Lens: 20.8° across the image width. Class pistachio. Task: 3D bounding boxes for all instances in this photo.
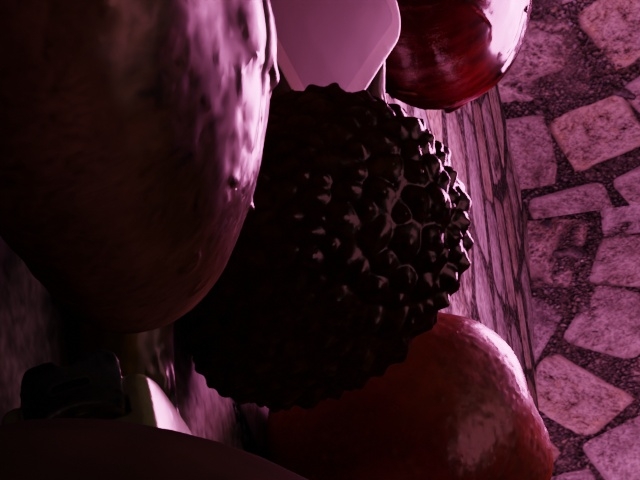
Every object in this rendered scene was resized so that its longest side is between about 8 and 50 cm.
[{"bbox_3d":[-0.096,0.027,0.841,0.089,0.049,0.172,116,-31,-68],"label":"pistachio"}]

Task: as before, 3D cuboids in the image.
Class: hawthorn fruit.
[{"bbox_3d":[0.046,0.148,1.161,0.225,0.197,0.196,-38,120,-60],"label":"hawthorn fruit"}]

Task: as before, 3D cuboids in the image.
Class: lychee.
[{"bbox_3d":[0.000,0.000,1.022,0.188,0.188,0.188,-8,90,-79],"label":"lychee"}]

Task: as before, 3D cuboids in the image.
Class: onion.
[{"bbox_3d":[0.122,-0.285,1.701,0.314,0.232,0.313,-10,90,-77],"label":"onion"}]

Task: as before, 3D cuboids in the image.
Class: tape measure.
[{"bbox_3d":[-0.075,0.153,0.754,0.177,0.088,0.154,64,9,-61],"label":"tape measure"}]

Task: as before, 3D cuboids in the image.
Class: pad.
[{"bbox_3d":[-0.021,-0.221,1.248,0.266,0.002,0.176,61,39,-26],"label":"pad"}]

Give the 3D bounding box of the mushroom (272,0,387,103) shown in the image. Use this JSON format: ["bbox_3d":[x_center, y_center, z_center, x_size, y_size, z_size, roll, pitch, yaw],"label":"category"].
[{"bbox_3d":[-0.002,-0.160,1.349,0.108,0.096,0.247,-32,113,-41],"label":"mushroom"}]

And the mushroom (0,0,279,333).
[{"bbox_3d":[-0.095,-0.098,0.695,0.278,0.146,0.278,-11,90,-86],"label":"mushroom"}]

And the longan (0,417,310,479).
[{"bbox_3d":[-0.058,0.206,0.340,0.288,0.288,0.350,66,22,-55],"label":"longan"}]
